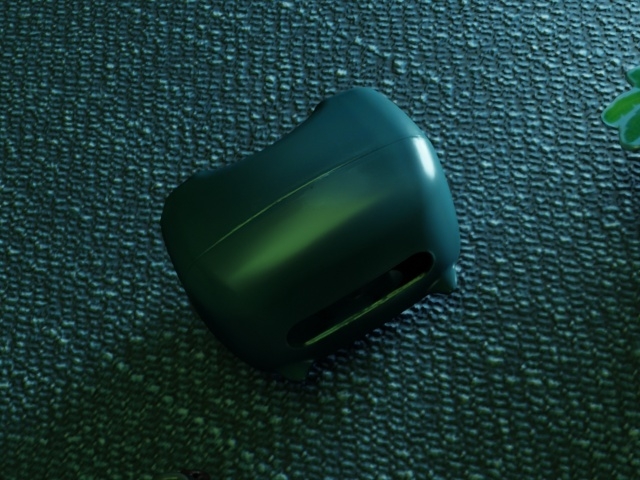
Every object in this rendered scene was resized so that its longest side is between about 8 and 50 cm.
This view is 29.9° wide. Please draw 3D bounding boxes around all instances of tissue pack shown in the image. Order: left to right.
[{"bbox_3d":[0.000,0.000,1.212,0.287,0.198,0.206,-30,57,-7],"label":"tissue pack"}]

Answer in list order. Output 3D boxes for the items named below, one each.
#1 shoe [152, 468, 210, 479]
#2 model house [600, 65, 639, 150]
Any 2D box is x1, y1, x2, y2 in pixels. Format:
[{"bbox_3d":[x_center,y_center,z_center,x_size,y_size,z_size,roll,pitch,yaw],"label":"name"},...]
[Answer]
[{"bbox_3d":[-0.156,0.303,1.109,0.099,0.125,0.227,16,54,30],"label":"shoe"},{"bbox_3d":[0.469,-0.140,1.200,0.357,0.242,0.313,-34,42,-4],"label":"model house"}]
